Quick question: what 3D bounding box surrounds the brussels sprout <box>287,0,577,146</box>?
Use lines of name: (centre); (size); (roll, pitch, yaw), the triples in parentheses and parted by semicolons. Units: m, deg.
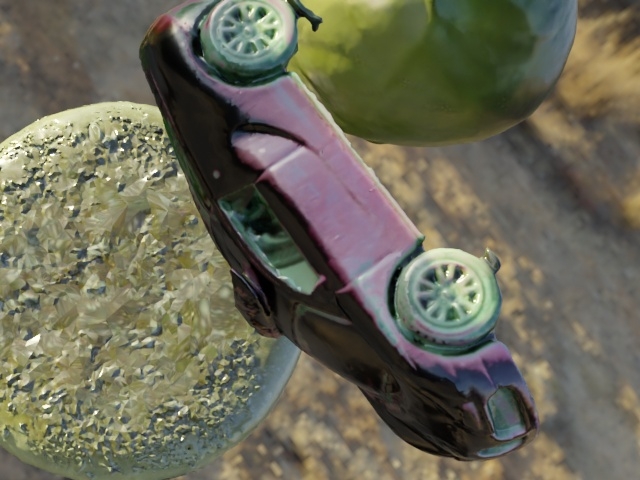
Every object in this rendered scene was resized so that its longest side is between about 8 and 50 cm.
brussels sprout: (0.056, -0.104, 0.746); (0.122, 0.149, 0.151); (54, 18, 20)

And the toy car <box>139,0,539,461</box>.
toy car: (0.000, 0.000, 0.389); (0.142, 0.055, 0.069); (53, -10, 19)

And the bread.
bread: (-0.134, 0.030, 1.033); (0.267, 0.267, 0.040); (55, -9, 9)
